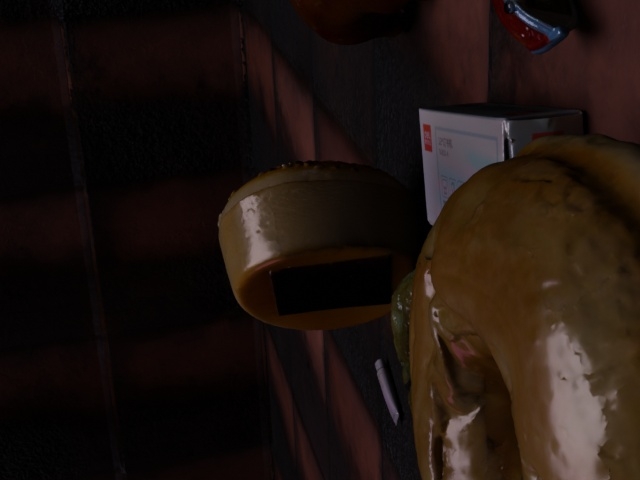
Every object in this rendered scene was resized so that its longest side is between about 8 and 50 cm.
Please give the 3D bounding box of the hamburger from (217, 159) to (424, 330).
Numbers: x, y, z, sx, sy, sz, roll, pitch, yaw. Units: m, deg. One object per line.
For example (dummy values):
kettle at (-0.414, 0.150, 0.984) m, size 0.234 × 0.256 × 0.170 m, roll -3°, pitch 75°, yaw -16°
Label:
hamburger at (0.000, 0.000, 1.468) m, size 0.300 × 0.300 × 0.176 m, roll 101°, pitch 166°, yaw -60°

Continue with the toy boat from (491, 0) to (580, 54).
toy boat at (0.183, -0.229, 0.925) m, size 0.059 × 0.069 × 0.173 m, roll 118°, pitch 152°, yaw -50°

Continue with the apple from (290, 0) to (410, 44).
apple at (0.051, -0.447, 1.379) m, size 0.329 × 0.295 × 0.365 m, roll 8°, pitch -107°, yaw -61°

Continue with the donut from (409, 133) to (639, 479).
donut at (0.194, 0.142, 0.761) m, size 0.449 × 0.198 × 0.449 m, roll 173°, pitch 90°, yaw -77°

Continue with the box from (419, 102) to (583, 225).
box at (0.174, -0.064, 1.054) m, size 0.269 × 0.079 × 0.135 m, roll -143°, pitch 46°, yaw -76°

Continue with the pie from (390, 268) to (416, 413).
pie at (0.160, 0.184, 1.339) m, size 0.323 × 0.070 × 0.323 m, roll 173°, pitch 90°, yaw -78°

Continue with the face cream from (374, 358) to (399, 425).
face cream at (0.113, 0.250, 1.771) m, size 0.038 × 0.020 × 0.115 m, roll 98°, pitch 159°, yaw -54°
